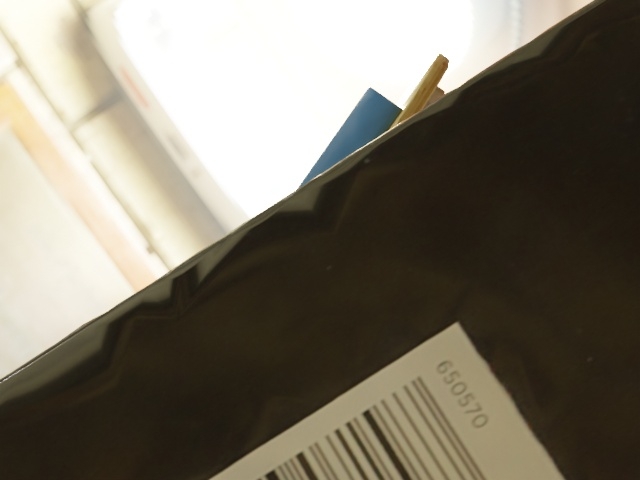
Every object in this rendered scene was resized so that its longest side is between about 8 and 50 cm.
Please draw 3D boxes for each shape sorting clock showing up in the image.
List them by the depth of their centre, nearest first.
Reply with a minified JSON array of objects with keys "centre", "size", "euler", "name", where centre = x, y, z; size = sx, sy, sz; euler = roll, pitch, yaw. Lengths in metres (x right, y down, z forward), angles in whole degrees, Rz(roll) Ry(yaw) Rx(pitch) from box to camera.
[{"centre":[0.000,0.000,0.842],"size":[0.040,0.206,0.206],"euler":[36,-29,2],"name":"shape sorting clock"}]

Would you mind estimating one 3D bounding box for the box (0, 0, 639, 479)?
[{"centre":[0.043,0.137,0.509],"size":[0.179,0.343,0.312],"euler":[57,-1,33],"name":"box"}]
